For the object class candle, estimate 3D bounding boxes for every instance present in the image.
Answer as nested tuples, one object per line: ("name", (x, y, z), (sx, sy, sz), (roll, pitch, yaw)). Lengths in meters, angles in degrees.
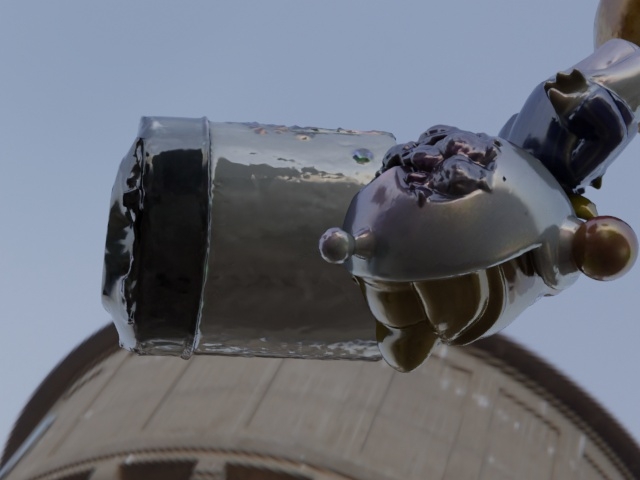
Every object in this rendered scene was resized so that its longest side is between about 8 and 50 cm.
("candle", (0.000, 0.000, 1.069), (0.330, 0.187, 0.187), (2, -64, -10))

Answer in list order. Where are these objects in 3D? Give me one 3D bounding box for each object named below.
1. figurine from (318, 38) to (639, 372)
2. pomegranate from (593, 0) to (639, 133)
("figurine", (0.130, -0.037, 0.857), (0.274, 0.194, 0.133), (-32, -66, -3))
("pomegranate", (0.330, -0.166, 1.167), (0.207, 0.207, 0.207), (6, -65, 12))
